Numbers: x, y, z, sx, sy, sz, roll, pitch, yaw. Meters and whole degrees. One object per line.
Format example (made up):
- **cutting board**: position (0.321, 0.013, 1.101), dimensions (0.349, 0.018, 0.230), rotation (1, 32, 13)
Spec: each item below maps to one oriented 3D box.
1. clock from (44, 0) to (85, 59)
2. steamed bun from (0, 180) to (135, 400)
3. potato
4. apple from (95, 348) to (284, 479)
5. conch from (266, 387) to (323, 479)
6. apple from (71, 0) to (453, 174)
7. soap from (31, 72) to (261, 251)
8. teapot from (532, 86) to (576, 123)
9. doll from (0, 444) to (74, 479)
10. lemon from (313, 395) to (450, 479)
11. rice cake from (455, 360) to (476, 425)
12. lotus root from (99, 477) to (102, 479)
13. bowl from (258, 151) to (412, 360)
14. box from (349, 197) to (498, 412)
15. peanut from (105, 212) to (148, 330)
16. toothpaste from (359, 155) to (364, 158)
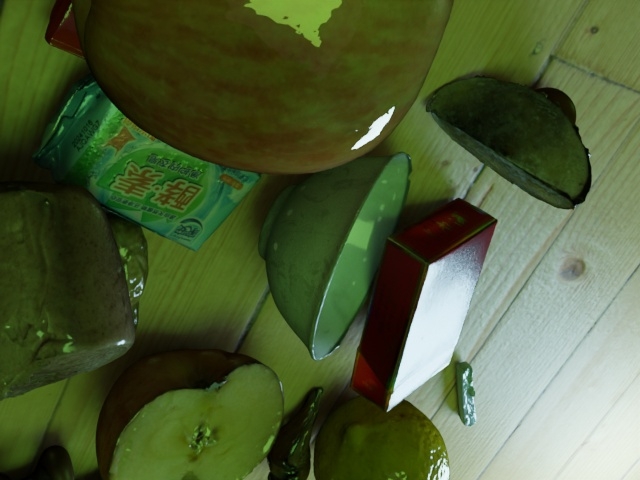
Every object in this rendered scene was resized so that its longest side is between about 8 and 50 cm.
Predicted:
- **clock**: position (-0.224, -0.252, 0.969), dimensions (0.155, 0.061, 0.113), rotation (20, 110, -40)
- **steamed bun**: position (-0.351, 0.068, 1.023), dimensions (0.301, 0.252, 0.199), rotation (-19, 165, 25)
- **potato**: position (0.291, -0.149, 1.237), dimensions (0.120, 0.261, 0.100), rotation (-52, 166, -7)
- **apple**: position (-0.220, 0.264, 1.309), dimensions (0.292, 0.163, 0.251), rotation (-4, 118, -39)
- **conch**: position (-0.055, 0.376, 1.539), dimensions (0.086, 0.080, 0.233), rotation (-20, 120, -55)
- **apple**: position (-0.061, -0.249, 0.798), dimensions (0.346, 0.391, 0.392), rotation (3, 124, -20)
- **soap**: position (-0.214, -0.098, 1.082), dimensions (0.293, 0.077, 0.156), rotation (29, 109, -39)
- **teapot**: position (0.330, -0.177, 1.291), dimensions (0.098, 0.078, 0.129), rotation (42, 119, -2)
- **doll**: position (-0.512, 0.462, 1.291), dimensions (0.339, 0.209, 0.318), rotation (-5, 143, -31)
- **lemon**: position (0.110, 0.405, 1.522), dimensions (0.267, 0.267, 0.267), rotation (-13, 130, -16)
- **rice cake**: position (0.288, 0.307, 1.667), dimensions (0.030, 0.042, 0.180), rotation (-23, 133, -11)
- **lotus root**: position (-0.326, 0.441, 1.449), dimensions (0.159, 0.095, 0.135), rotation (-16, 126, 13)
- **bowl**: position (0.000, 0.000, 1.192), dimensions (0.313, 0.146, 0.313), rotation (-58, 162, -31)
- **box**: position (0.163, 0.105, 1.369), dimensions (0.197, 0.089, 0.313), rotation (-28, 140, -43)
- **peanut**: position (-0.288, 0.064, 1.156), dimensions (0.095, 0.108, 0.226), rotation (-5, 130, -28)
- **toothpaste**: position (0.002, -0.209, 1.119), dimensions (0.056, 0.058, 0.314), rotation (-57, 149, -34)
